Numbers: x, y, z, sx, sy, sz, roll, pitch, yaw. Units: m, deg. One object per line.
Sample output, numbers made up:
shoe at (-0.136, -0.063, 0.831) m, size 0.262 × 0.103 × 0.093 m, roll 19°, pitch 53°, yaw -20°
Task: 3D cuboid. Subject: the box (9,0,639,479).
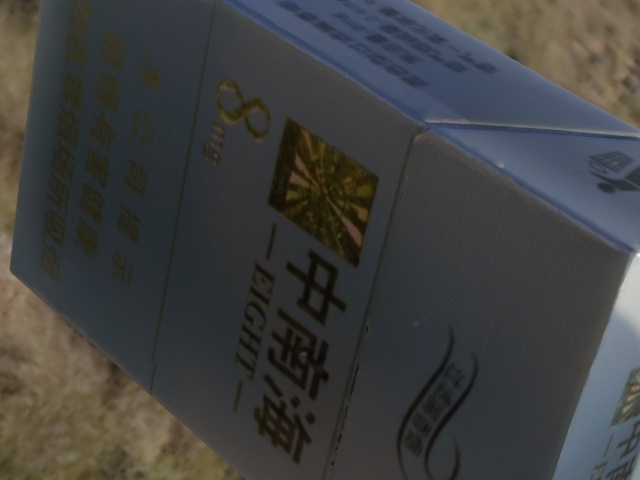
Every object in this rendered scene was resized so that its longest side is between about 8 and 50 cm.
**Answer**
box at (0.000, 0.000, 0.471) m, size 0.067 × 0.155 × 0.243 m, roll -20°, pitch 42°, yaw -41°
